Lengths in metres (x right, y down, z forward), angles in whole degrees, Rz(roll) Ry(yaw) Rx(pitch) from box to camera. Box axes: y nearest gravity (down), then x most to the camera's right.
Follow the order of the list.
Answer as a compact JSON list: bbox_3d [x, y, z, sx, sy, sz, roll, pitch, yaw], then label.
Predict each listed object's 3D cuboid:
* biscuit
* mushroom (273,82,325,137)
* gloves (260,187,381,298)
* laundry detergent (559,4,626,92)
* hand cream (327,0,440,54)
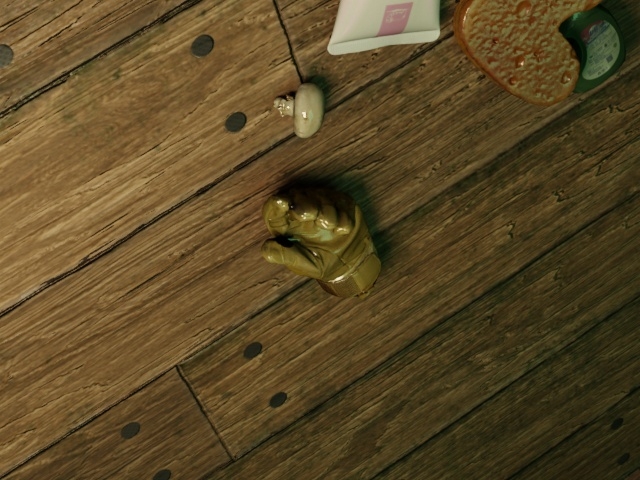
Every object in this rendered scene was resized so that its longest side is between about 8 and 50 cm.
[{"bbox_3d":[0.358,-0.368,2.144,0.262,0.052,0.277,29,109,-29],"label":"biscuit"},{"bbox_3d":[-0.033,-0.199,2.029,0.079,0.085,0.085,6,127,2],"label":"mushroom"},{"bbox_3d":[-0.003,-0.012,2.146,0.154,0.141,0.331,-20,150,14],"label":"gloves"},{"bbox_3d":[0.434,-0.345,2.248,0.137,0.063,0.211,-38,138,4],"label":"laundry detergent"},{"bbox_3d":[0.112,-0.424,1.922,0.185,0.118,0.359,-12,135,-19],"label":"hand cream"}]
